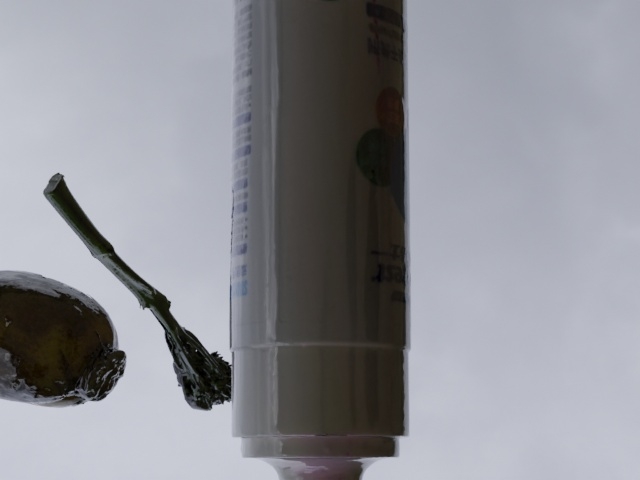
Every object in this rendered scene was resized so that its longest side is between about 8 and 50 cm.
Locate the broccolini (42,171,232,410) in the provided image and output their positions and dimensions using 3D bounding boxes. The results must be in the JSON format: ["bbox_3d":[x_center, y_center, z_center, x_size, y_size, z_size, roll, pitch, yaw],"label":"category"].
[{"bbox_3d":[-0.114,0.038,0.862,0.218,0.044,0.042,60,176,-37],"label":"broccolini"}]

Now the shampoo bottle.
[{"bbox_3d":[0.000,0.000,0.632,0.092,0.092,0.303,9,-104,-41],"label":"shampoo bottle"}]

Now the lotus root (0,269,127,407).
[{"bbox_3d":[-0.252,0.081,1.085,0.120,0.209,0.120,-38,-45,-53],"label":"lotus root"}]
